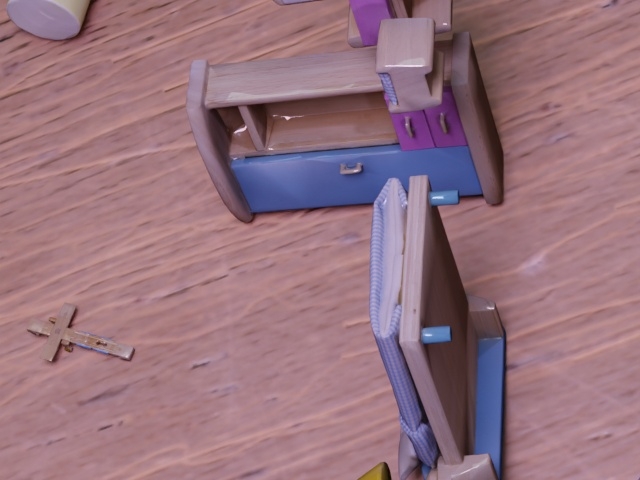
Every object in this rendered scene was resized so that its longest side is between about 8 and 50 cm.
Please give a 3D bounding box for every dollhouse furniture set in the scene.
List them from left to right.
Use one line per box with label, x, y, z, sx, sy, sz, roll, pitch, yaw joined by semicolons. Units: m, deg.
dollhouse furniture set;0.000;0.000;1.285;0.198;0.286;0.303;-5;53;14

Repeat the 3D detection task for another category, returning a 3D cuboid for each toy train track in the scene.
toy train track;-0.176;0.074;1.457;0.083;0.014;0.048;15;64;16

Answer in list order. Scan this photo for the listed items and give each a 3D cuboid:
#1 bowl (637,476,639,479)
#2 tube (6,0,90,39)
bowl;0.344;0.208;1.062;0.391;0.391;0.077;1;32;17
tube;-0.190;-0.275;1.600;0.070;0.062;0.240;24;62;-21
